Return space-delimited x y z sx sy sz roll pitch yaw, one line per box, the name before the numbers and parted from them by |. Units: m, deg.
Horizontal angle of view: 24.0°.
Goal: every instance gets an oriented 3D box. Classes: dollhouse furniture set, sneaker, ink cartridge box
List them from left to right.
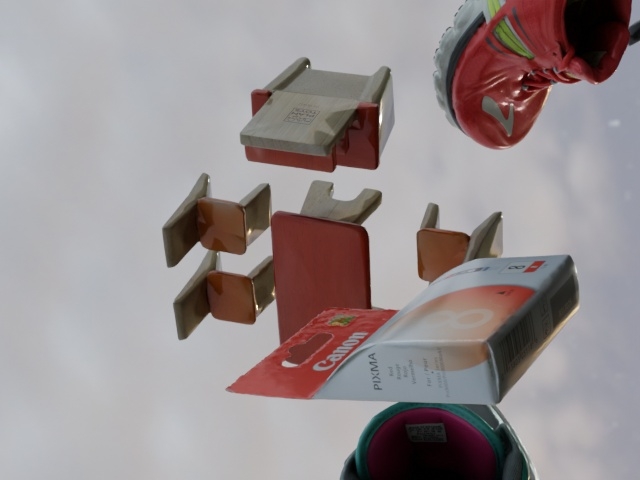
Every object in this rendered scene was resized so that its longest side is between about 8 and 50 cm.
dollhouse furniture set | 0.000 0.000 1.184 0.135 0.262 0.259 -57 -30 -51
ink cartridge box | 0.050 0.049 0.910 0.145 0.179 0.045 -36 -58 -56
sneaker | 0.083 0.160 1.024 0.295 0.124 0.178 -93 -13 -55
sneaker | 0.167 -0.148 1.114 0.107 0.118 0.279 -21 -29 -24

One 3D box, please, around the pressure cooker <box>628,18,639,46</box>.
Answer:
pressure cooker | 0.464 -0.189 1.150 0.420 0.370 0.375 64 171 -3
